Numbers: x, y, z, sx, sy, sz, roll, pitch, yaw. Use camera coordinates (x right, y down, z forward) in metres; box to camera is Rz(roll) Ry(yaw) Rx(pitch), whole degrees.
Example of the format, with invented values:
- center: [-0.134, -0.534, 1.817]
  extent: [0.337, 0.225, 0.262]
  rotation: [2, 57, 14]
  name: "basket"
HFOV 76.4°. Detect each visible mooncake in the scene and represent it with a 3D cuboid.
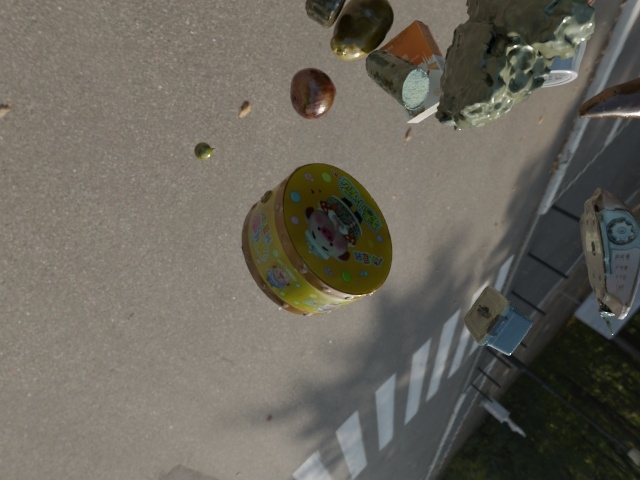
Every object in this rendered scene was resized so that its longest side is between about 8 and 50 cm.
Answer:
- center: [0.037, -0.928, 1.533]
  extent: [0.228, 0.124, 0.228]
  rotation: [-59, -173, 12]
  name: "mooncake"

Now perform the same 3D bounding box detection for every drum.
- center: [0.000, 0.000, 1.201]
  extent: [0.431, 0.431, 0.214]
  rotation: [-13, 165, -44]
  name: "drum"

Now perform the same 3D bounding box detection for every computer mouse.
- center: [0.763, 0.054, 1.044]
  extent: [0.199, 0.115, 0.389]
  rotation: [-11, 93, -66]
  name: "computer mouse"

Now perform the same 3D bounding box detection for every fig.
- center: [-0.025, -0.584, 1.609]
  extent: [0.205, 0.205, 0.205]
  rotation: [-32, 144, -27]
  name: "fig"

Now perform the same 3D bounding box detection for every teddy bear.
- center: [0.305, -0.320, 0.589]
  extent: [0.357, 0.224, 0.367]
  rotation: [-70, 180, -58]
  name: "teddy bear"

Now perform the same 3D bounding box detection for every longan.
- center: [-0.456, -0.354, 1.607]
  extent: [0.083, 0.075, 0.075]
  rotation: [-18, 138, -25]
  name: "longan"

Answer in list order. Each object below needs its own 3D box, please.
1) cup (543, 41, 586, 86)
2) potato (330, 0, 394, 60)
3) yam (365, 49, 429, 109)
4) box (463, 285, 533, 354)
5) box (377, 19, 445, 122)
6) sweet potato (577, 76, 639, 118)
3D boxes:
- center: [0.846, -0.779, 1.494]
  extent: [0.253, 0.253, 0.371]
  rotation: [-3, 96, -50]
  name: "cup"
- center: [0.174, -0.894, 1.699]
  extent: [0.369, 0.176, 0.195]
  rotation: [-55, 133, -19]
  name: "potato"
- center: [0.259, -0.583, 1.432]
  extent: [0.133, 0.330, 0.133]
  rotation: [-15, 134, -16]
  name: "yam"
- center: [0.555, 0.251, 1.294]
  extent: [0.162, 0.130, 0.227]
  rotation: [-60, 179, 10]
  name: "box"
- center: [0.399, -0.696, 1.695]
  extent: [0.225, 0.341, 0.143]
  rotation: [-27, 178, 36]
  name: "box"
- center: [0.732, -0.302, 0.866]
  extent: [0.359, 0.112, 0.112]
  rotation: [5, 133, 0]
  name: "sweet potato"
